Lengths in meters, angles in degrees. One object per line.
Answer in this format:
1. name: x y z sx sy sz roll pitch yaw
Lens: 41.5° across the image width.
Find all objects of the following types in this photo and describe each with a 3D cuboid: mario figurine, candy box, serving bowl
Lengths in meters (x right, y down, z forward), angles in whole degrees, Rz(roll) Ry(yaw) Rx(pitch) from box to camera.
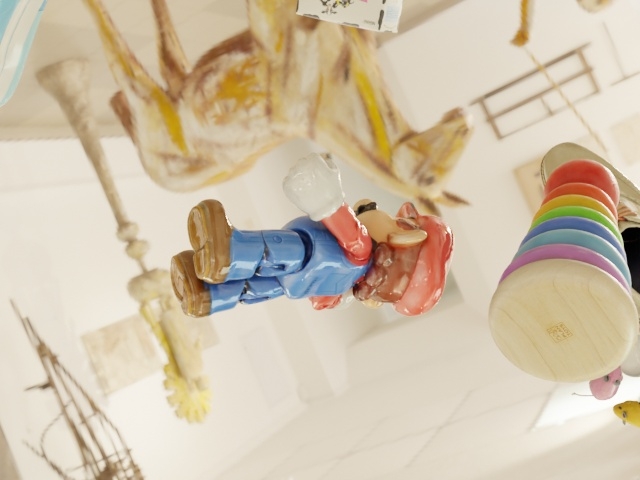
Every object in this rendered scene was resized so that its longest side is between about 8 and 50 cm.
1. mario figurine: 0.000 0.000 0.920 0.320 0.170 0.198 0 179 -28
2. candy box: 0.058 -0.449 1.368 0.164 0.196 0.070 19 -160 26
3. serving bowl: 0.591 0.217 1.600 0.083 0.083 0.027 -23 178 -5

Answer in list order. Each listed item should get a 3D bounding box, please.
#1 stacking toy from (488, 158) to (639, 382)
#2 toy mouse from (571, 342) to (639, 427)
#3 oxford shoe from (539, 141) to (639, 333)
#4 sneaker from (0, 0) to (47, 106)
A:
1. stacking toy: 0.277 0.003 0.937 0.141 0.141 0.330 -24 -159 31
2. toy mouse: 0.430 0.204 1.161 0.160 0.143 0.031 6 -143 19
3. oxford shoe: 0.460 -0.024 1.286 0.140 0.397 0.146 -33 146 5
4. sneaker: -0.375 -0.268 0.819 0.208 0.127 0.319 -13 134 -52
